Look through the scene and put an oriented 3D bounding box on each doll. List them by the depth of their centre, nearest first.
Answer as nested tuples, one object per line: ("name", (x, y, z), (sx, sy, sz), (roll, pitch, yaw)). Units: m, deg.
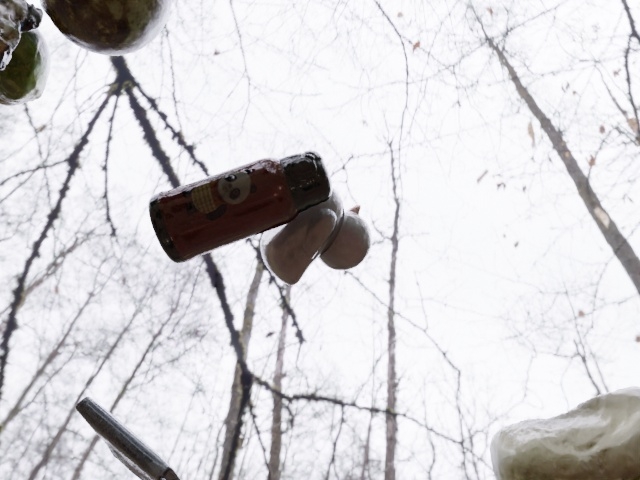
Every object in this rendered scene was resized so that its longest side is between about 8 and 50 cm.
("doll", (0.000, 0.000, 1.271), (0.221, 0.251, 0.221), (31, -24, 15))

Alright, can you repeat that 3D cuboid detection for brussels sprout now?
("brussels sprout", (-0.603, -0.353, 1.150), (0.181, 0.144, 0.161), (-19, -78, 40))

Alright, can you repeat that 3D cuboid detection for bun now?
("bun", (0.281, 0.234, 0.557), (0.230, 0.145, 0.229), (-1, -47, -1))

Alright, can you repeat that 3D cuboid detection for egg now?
("egg", (-0.392, -0.477, 1.059), (0.239, 0.238, 0.289), (11, -31, 1))

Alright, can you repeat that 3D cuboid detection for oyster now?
("oyster", (-0.461, -0.269, 0.799), (0.092, 0.198, 0.259), (24, -90, -45))

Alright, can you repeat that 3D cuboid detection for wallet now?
("wallet", (-0.249, 0.310, 0.826), (0.167, 0.036, 0.222), (30, -32, 23))

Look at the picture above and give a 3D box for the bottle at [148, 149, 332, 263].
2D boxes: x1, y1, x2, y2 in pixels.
("bottle", (-0.144, -0.076, 1.119), (0.337, 0.144, 0.143), (-20, -58, 0))
